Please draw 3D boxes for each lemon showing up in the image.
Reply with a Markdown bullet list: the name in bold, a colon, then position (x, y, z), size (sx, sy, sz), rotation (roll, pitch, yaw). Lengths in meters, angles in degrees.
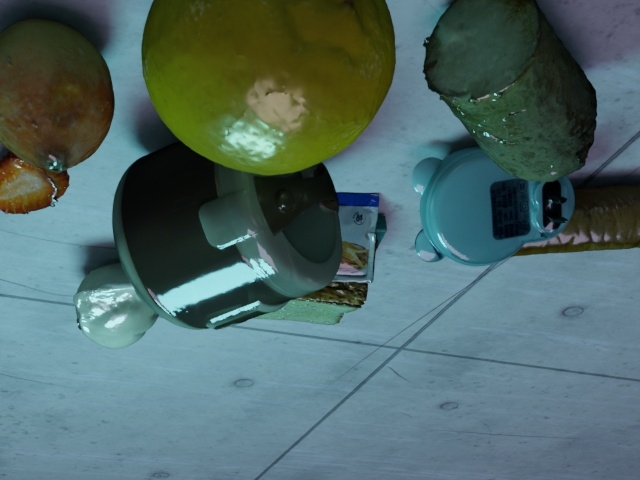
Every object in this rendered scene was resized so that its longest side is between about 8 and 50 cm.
- **lemon**: position (-0.070, -0.245, 1.436), size (0.347, 0.348, 0.348), rotation (-3, 150, -2)

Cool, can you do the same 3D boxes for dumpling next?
- **dumpling**: position (-0.379, 0.114, 2.207), size (0.226, 0.243, 0.175), rotation (-27, 106, 5)

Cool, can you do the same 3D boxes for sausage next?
- **sausage**: position (0.452, -0.036, 2.046), size (0.500, 0.123, 0.136), rotation (-4, 177, 1)

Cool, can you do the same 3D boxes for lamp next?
- **lamp**: position (0.305, -0.062, 1.922), size (0.283, 0.147, 0.210), rotation (-3, 106, 7)

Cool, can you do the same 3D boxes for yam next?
- **yam**: position (0.297, -0.222, 1.645), size (0.195, 0.195, 0.300), rotation (-20, 145, 26)

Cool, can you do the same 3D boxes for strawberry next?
- **strawberry**: position (-0.509, -0.109, 1.867), size (0.188, 0.082, 0.121), rotation (-15, 129, 35)

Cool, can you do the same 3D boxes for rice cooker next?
- **rice cooker**: position (-0.133, -0.032, 1.796), size (0.325, 0.335, 0.335), rotation (-20, 146, 25)

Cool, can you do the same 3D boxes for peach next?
- **peach**: position (-0.396, -0.196, 1.574), size (0.232, 0.233, 0.232), rotation (-3, 150, -2)

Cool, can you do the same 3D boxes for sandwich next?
- **sandwich**: position (-0.053, 0.100, 2.182), size (0.248, 0.095, 0.273), rotation (5, 166, -10)

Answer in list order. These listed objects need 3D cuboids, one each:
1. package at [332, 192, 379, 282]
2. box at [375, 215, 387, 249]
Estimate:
- **package**: position (0.021, -0.005, 2.037), size (0.171, 0.173, 0.027), rotation (2, -167, -8)
- **box**: position (0.000, 0.000, 2.130), size (0.226, 0.042, 0.161), rotation (3, 151, -12)
